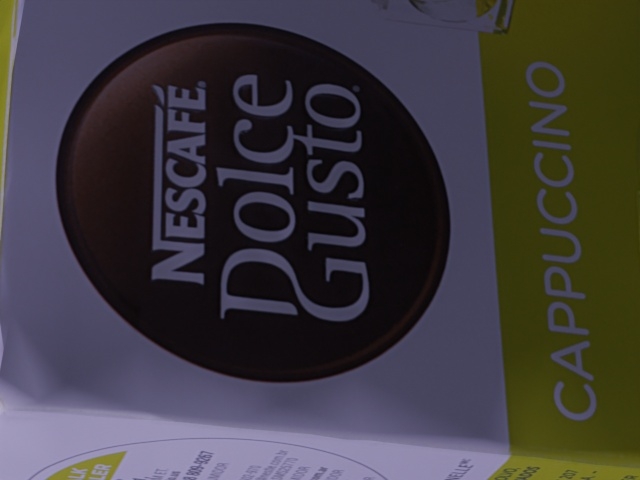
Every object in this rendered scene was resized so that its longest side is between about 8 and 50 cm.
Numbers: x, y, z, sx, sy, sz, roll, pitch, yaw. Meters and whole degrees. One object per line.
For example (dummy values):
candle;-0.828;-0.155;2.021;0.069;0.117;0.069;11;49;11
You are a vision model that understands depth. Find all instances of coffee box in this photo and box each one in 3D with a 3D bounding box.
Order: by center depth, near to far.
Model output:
coffee box;0.000;0.000;0.746;0.334;0.338;0.337;7;60;-16
